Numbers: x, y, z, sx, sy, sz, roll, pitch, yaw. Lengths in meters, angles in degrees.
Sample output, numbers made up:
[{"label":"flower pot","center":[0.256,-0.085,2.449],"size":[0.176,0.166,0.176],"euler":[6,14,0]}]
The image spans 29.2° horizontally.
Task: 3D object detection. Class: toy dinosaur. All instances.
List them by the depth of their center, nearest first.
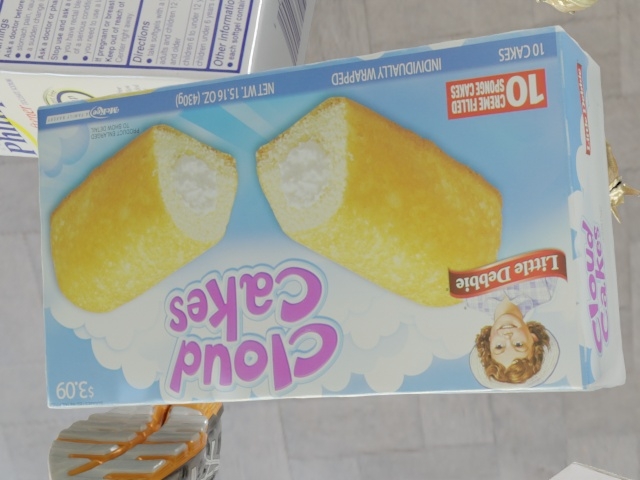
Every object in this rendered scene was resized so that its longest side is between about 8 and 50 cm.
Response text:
[{"label":"toy dinosaur","center":[0.245,-0.057,1.081],"size":[0.053,0.183,0.092],"euler":[-28,84,18]}]

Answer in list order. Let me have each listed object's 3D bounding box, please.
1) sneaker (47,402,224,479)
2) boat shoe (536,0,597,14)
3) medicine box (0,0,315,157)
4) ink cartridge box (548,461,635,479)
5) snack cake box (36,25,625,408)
[{"label":"sneaker","center":[-0.103,0.143,0.762],"size":[0.084,0.215,0.083],"euler":[3,98,12]},{"label":"boat shoe","center":[0.251,-0.311,1.363],"size":[0.105,0.285,0.089],"euler":[39,117,-16]},{"label":"medicine box","center":[-0.160,-0.211,1.005],"size":[0.289,0.263,0.149],"euler":[4,157,11]},{"label":"ink cartridge box","center":[0.184,0.278,0.874],"size":[0.140,0.082,0.190],"euler":[-28,108,-25]},{"label":"snack cake box","center":[0.000,0.000,0.583],"size":[0.264,0.089,0.152],"euler":[-6,84,23]}]
